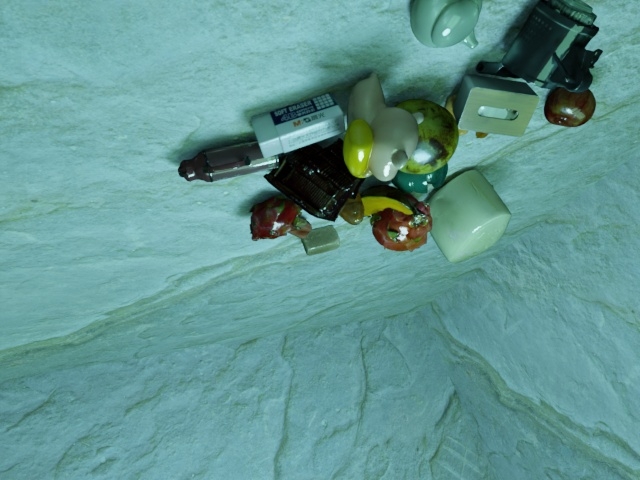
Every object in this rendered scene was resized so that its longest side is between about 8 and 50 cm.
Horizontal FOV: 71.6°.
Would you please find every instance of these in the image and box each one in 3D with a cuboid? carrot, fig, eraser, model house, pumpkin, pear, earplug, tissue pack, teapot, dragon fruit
[{"bbox_3d":[0.119,-0.157,1.901,0.159,0.225,0.159,-20,150,-12],"label":"carrot"},{"bbox_3d":[1.045,-0.573,1.846,0.205,0.205,0.205,-17,153,-9],"label":"fig"},{"bbox_3d":[-0.071,-0.376,1.444,0.287,0.130,0.086,-18,151,-3],"label":"eraser"},{"bbox_3d":[0.009,-0.257,1.678,0.282,0.317,0.297,-52,179,11],"label":"model house"},{"bbox_3d":[0.273,-0.206,1.986,0.312,0.169,0.148,1,144,34],"label":"pumpkin"},{"bbox_3d":[0.358,-0.376,1.608,0.283,0.284,0.283,-17,153,-9],"label":"pear"},{"bbox_3d":[0.453,-0.297,1.997,0.280,0.164,0.257,-9,-170,1],"label":"earplug"},{"bbox_3d":[0.626,-0.490,1.603,0.246,0.136,0.159,7,131,-2],"label":"tissue pack"},{"bbox_3d":[0.380,-0.664,1.205,0.220,0.149,0.318,-13,154,-19],"label":"teapot"},{"bbox_3d":[0.394,-0.112,2.127,0.305,0.305,0.226,-16,146,-10],"label":"dragon fruit"},{"bbox_3d":[-0.174,-0.091,1.868,0.269,0.198,0.200,-13,145,-48],"label":"dragon fruit"}]

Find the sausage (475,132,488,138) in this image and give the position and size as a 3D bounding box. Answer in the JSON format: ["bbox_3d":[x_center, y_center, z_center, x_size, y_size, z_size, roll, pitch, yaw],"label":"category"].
[{"bbox_3d":[0.715,-0.497,1.874,0.062,0.054,0.183,-37,164,-38],"label":"sausage"}]

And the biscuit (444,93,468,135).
[{"bbox_3d":[0.554,-0.497,1.779,0.160,0.030,0.250,-16,153,-9],"label":"biscuit"}]

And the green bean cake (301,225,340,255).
[{"bbox_3d":[0.000,0.000,2.226,0.179,0.109,0.085,-14,152,-14],"label":"green bean cake"}]

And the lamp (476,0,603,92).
[{"bbox_3d":[0.730,-0.640,1.428,0.205,0.374,0.272,-3,119,-30],"label":"lamp"}]

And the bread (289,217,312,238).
[{"bbox_3d":[-0.102,-0.065,2.076,0.119,0.067,0.192,-23,154,22],"label":"bread"}]

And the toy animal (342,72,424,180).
[{"bbox_3d":[0.207,-0.338,1.436,0.246,0.345,0.277,2,149,10],"label":"toy animal"}]

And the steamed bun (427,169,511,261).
[{"bbox_3d":[0.722,-0.100,2.276,0.290,0.371,0.456,-10,148,-19],"label":"steamed bun"}]

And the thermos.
[{"bbox_3d":[-0.309,-0.255,1.489,0.330,0.136,0.109,-15,143,-12],"label":"thermos"}]
